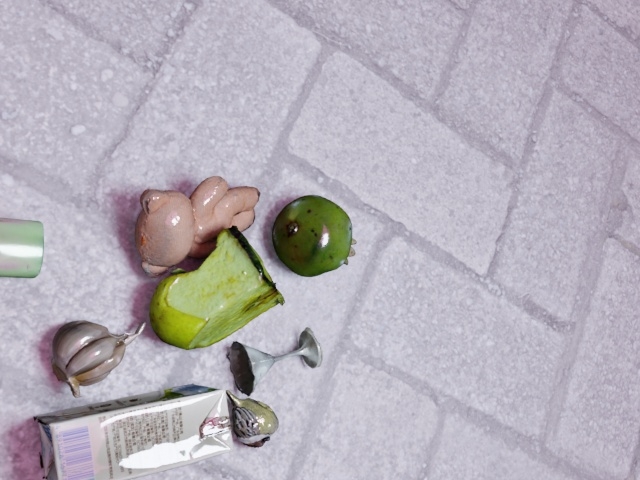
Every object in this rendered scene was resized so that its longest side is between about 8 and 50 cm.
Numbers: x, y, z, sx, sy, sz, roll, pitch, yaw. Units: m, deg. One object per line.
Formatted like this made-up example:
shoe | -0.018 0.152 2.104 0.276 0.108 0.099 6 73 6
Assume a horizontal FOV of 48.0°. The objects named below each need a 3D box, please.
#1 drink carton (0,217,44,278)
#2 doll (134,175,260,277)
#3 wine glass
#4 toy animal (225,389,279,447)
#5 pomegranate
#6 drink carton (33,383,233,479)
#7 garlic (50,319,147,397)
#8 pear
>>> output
drink carton | -0.592 0.010 1.320 0.142 0.146 0.144 4 81 -35
doll | -0.267 -0.053 1.506 0.303 0.156 0.201 -23 134 -47
wine glass | -0.095 0.252 1.550 0.182 0.122 0.122 -13 88 -32
toy animal | -0.156 0.377 1.511 0.137 0.098 0.098 30 70 -13
pomegranate | 0.000 -0.002 1.612 0.225 0.186 0.187 25 69 -50
drink carton | -0.353 0.365 1.351 0.324 0.194 0.132 -7 87 -28
garlic | -0.418 0.201 1.378 0.194 0.131 0.127 -24 123 -27
pear | -0.220 0.115 1.476 0.255 0.238 0.164 -36 74 -2
